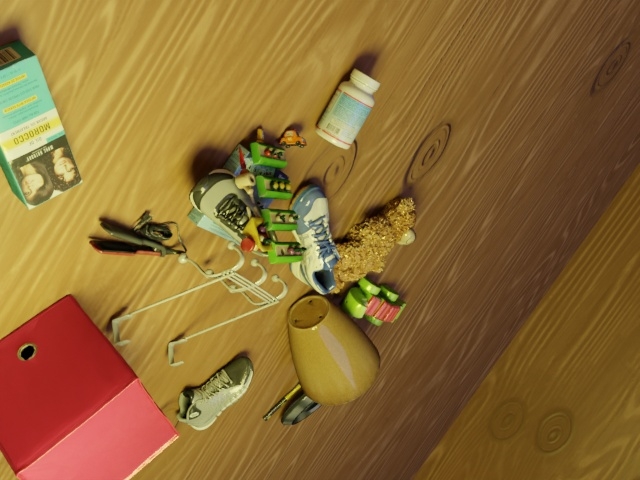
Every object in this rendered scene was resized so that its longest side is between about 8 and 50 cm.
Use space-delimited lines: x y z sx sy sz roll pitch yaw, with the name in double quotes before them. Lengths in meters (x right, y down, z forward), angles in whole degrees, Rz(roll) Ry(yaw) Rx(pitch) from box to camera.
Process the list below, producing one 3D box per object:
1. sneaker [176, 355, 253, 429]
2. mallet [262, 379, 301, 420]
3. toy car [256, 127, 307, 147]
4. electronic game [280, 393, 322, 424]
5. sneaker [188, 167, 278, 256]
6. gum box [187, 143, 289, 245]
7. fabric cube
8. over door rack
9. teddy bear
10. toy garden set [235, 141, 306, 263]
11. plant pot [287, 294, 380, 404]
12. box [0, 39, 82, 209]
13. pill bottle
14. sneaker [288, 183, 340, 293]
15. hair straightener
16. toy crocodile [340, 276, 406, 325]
"sneaker" -0.271 0.376 1.878 0.229 0.086 0.132 -51 145 1
"mallet" -0.093 0.466 2.234 0.190 0.039 0.062 -46 150 0
"toy car" -0.078 -0.217 1.560 0.122 0.060 0.041 2 89 -59
"electronic game" -0.026 0.478 2.274 0.229 0.048 0.229 -36 161 -14
"sneaker" -0.160 -0.052 1.495 0.100 0.108 0.271 -47 145 -2
"gum box" -0.169 -0.092 1.579 0.184 0.041 0.157 -54 147 5
"fabric cube" -0.468 0.315 1.415 0.254 0.258 0.259 -37 145 -19
"over door rack" -0.260 0.128 1.609 0.324 0.108 0.239 -32 151 9
"teddy bear" 0.135 0.022 2.001 0.338 0.113 0.245 -26 142 -33
"toy garden set" -0.097 -0.078 1.483 0.204 0.049 0.244 0 78 -63
"plant pot" 0.012 0.273 2.018 0.237 0.237 0.254 -40 132 -16
"box" -0.450 -0.169 1.143 0.100 0.060 0.244 -34 143 -25
"pill bottle" 0.062 -0.285 1.630 0.087 0.087 0.160 11 114 -54
"sneaker" 0.000 0.000 1.796 0.112 0.131 0.296 -30 141 -26
"hair straightener" -0.334 -0.007 1.456 0.230 0.047 0.089 15 111 -55
"toy crocodile" 0.163 0.190 2.204 0.115 0.105 0.340 -56 148 7
